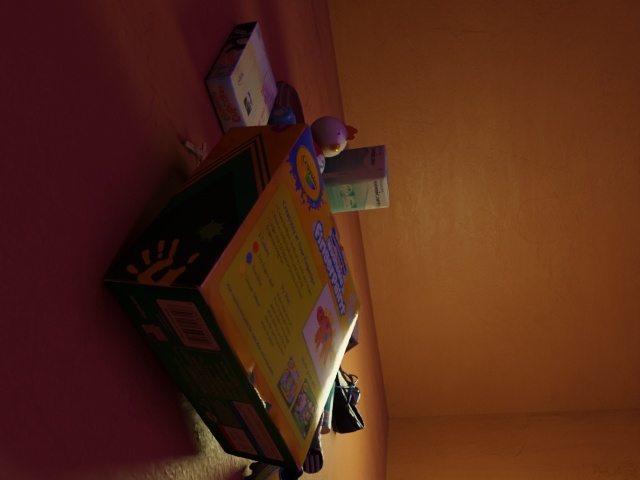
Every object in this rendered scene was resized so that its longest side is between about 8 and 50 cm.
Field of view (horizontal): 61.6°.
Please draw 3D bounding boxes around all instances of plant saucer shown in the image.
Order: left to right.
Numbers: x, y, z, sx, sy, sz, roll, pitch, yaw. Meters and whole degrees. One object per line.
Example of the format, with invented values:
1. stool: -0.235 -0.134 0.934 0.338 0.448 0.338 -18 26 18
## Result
1. plant saucer: -0.090 -0.366 1.703 0.278 0.041 0.277 -5 90 -78

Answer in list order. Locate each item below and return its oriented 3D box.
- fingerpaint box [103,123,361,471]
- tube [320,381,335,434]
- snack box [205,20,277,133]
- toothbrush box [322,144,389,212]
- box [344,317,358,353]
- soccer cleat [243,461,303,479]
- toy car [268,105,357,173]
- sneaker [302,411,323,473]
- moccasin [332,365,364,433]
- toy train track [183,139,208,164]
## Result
1. fingerpaint box: -0.096 0.092 0.897 0.371 0.163 0.444 -64 147 -41
2. tube: 0.013 0.516 1.721 0.080 0.052 0.207 45 30 -25
3. snack box: -0.171 -0.354 1.235 0.321 0.060 0.187 -83 162 -49
4. toothbrush box: 0.084 -0.208 1.832 0.216 0.296 0.126 -83 162 -52
5. box: 0.033 0.230 1.635 0.169 0.087 0.290 53 7 -4
6. soccer cleat: -0.098 0.520 0.985 0.289 0.121 0.093 -74 156 -61
7. toy car: 0.001 -0.266 1.486 0.219 0.238 0.210 77 -12 -45
8. sneaker: -0.037 0.513 1.472 0.098 0.083 0.223 143 -52 -79
9. moccasin: 0.091 0.547 1.928 0.137 0.117 0.341 -79 160 -56
10. toy train track: -0.227 -0.162 0.977 0.083 0.014 0.048 33 59 -68
